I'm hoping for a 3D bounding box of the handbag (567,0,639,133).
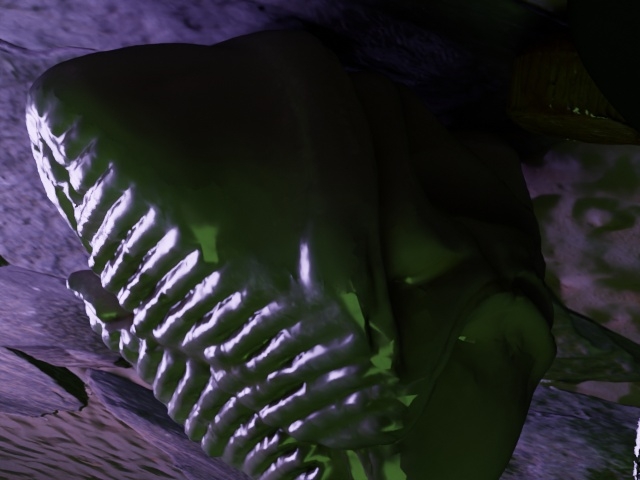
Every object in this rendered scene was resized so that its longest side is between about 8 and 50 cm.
[{"bbox_3d":[0.247,-0.063,0.555,0.308,0.093,0.254,32,169,10],"label":"handbag"}]

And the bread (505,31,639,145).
[{"bbox_3d":[0.142,-0.083,0.726,0.085,0.053,0.085,12,175,1],"label":"bread"}]

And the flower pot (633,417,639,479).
[{"bbox_3d":[0.352,0.183,0.991,0.140,0.236,0.235,5,164,-32],"label":"flower pot"}]

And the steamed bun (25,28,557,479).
[{"bbox_3d":[0.000,0.007,0.827,0.324,0.219,0.310,32,148,29],"label":"steamed bun"}]
